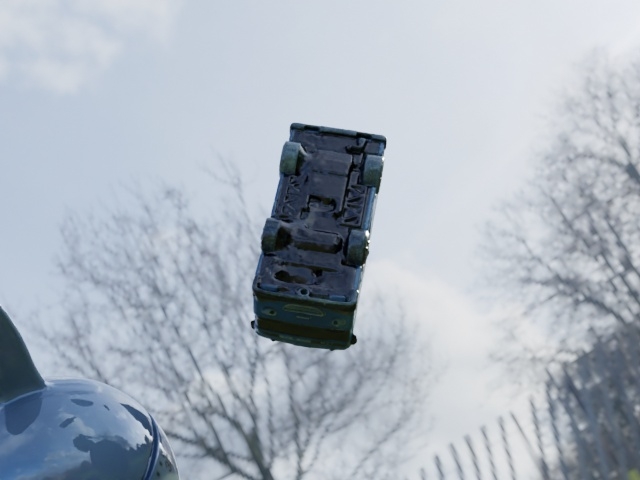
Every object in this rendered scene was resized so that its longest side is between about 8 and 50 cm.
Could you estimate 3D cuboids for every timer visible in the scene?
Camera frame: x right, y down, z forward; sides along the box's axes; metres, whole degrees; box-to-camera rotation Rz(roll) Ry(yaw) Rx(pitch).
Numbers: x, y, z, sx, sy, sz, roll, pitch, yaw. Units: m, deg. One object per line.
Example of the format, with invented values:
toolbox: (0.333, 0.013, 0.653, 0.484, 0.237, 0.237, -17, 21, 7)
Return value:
timer: (-0.203, 0.131, 0.795, 0.175, 0.255, 0.175, -44, 5, 5)

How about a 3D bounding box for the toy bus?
toy bus: (0.000, 0.000, 1.030, 0.090, 0.184, 0.106, 10, -39, 3)
